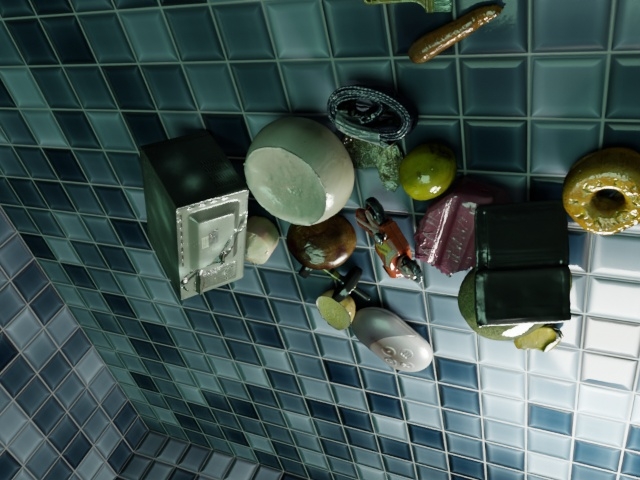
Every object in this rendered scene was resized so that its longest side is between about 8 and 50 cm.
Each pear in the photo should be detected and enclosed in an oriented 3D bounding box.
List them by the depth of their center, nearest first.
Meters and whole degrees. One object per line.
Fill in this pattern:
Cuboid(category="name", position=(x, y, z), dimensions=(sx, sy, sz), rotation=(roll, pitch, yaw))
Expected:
Cuboid(category="pear", position=(0.288, -0.188, 1.635), dimensions=(0.149, 0.148, 0.162), rotation=(39, 132, -9))

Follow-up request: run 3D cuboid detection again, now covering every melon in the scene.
Cuboid(category="melon", position=(0.548, 0.147, 1.725), dimensions=(0.329, 0.248, 0.248), rotation=(-35, 108, 28))

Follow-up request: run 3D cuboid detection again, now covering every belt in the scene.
Cuboid(category="belt", position=(0.139, -0.335, 1.602), dimensions=(0.231, 0.126, 0.139), rotation=(19, 114, 15))

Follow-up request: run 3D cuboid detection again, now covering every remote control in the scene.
Cuboid(category="remote control", position=(0.258, 0.362, 2.217), dimensions=(0.332, 0.103, 0.221), rotation=(41, 136, -9))

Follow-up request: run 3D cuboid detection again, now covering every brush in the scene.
Cuboid(category="brush", position=(0.200, -0.570, 1.418), dimensions=(0.218, 0.010, 0.082), rotation=(9, 134, 24))

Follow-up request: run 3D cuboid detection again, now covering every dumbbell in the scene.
Cuboid(category="dumbbell", position=(0.034, 0.107, 2.072), dimensions=(0.326, 0.143, 0.143), rotation=(36, 138, -5))

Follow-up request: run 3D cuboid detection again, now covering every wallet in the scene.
Cuboid(category="wallet", position=(0.518, 0.060, 1.577), dimensions=(0.247, 0.041, 0.322), rotation=(-4, 93, 5))

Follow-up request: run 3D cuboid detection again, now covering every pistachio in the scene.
Cuboid(category="pistachio", position=(0.705, 0.314, 1.948), dimensions=(0.173, 0.049, 0.089), rotation=(-30, 89, 47))

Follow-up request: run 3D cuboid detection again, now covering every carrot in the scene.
Cuboid(category="carrot", position=(0.307, -0.482, 1.411), dimensions=(0.248, 0.059, 0.059), rotation=(-21, 117, 39))

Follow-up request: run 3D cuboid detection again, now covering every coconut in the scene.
Cuboid(category="coconut", position=(-0.228, 0.004, 2.119), dimensions=(0.147, 0.152, 0.147), rotation=(14, 135, 15))

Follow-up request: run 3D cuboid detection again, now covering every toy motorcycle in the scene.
Cuboid(category="toy motorcycle", position=(0.206, 0.009, 1.836), dimensions=(0.298, 0.089, 0.171), rotation=(59, 169, 7))

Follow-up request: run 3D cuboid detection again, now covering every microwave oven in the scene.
Cuboid(category="microwave oven", position=(-0.408, -0.073, 1.982), dimensions=(0.374, 0.237, 0.431), rotation=(54, 150, 32))

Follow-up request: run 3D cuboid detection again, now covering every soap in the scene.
Cuboid(category="soap", position=(0.394, -0.042, 1.719), dimensions=(0.220, 0.127, 0.324), rotation=(24, 142, 13))

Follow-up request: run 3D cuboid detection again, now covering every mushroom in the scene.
Cuboid(category="mushroom", position=(-0.002, -0.011, 1.944), dimensions=(0.232, 0.194, 0.138), rotation=(4, 133, 13))

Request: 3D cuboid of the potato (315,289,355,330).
Cuboid(category="potato", position=(0.070, 0.244, 2.215), dimensions=(0.164, 0.081, 0.200), rotation=(43, 153, 8))

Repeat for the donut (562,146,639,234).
Cuboid(category="donut", position=(0.705, -0.118, 1.483), dimensions=(0.227, 0.113, 0.226), rotation=(18, 137, 18))

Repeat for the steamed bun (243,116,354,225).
Cuboid(category="steamed bun", position=(-0.053, -0.208, 1.768), dimensions=(0.325, 0.206, 0.324), rotation=(19, 137, 19))

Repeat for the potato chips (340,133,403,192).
Cuboid(category="potato chips", position=(0.152, -0.236, 1.758), dimensions=(0.220, 0.029, 0.202), rotation=(34, 136, 0))
